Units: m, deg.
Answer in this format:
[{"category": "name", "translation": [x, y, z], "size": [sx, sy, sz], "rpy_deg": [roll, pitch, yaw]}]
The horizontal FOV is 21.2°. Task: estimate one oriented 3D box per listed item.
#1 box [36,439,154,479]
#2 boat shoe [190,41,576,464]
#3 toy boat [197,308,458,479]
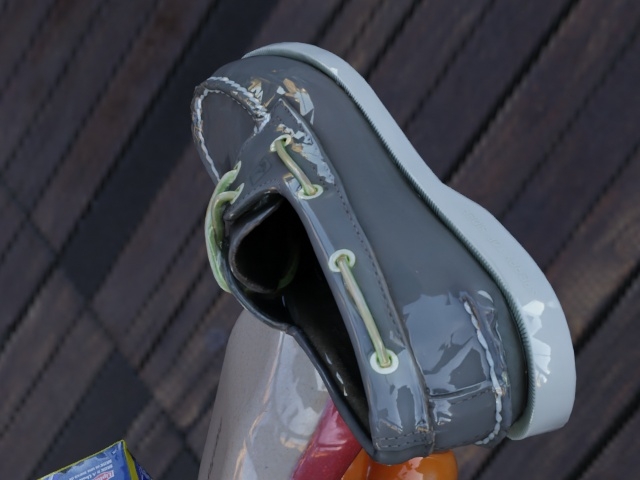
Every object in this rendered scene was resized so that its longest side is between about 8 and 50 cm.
[{"category": "box", "translation": [-0.105, 0.115, 0.401], "size": [0.169, 0.059, 0.054], "rpy_deg": [-24, 46, 5]}, {"category": "boat shoe", "translation": [0.000, -0.004, 0.792], "size": [0.305, 0.091, 0.109], "rpy_deg": [47, 148, 49]}, {"category": "toy boat", "translation": [0.011, 0.133, 1.042], "size": [0.151, 0.151, 0.231], "rpy_deg": [-95, 15, -52]}]
